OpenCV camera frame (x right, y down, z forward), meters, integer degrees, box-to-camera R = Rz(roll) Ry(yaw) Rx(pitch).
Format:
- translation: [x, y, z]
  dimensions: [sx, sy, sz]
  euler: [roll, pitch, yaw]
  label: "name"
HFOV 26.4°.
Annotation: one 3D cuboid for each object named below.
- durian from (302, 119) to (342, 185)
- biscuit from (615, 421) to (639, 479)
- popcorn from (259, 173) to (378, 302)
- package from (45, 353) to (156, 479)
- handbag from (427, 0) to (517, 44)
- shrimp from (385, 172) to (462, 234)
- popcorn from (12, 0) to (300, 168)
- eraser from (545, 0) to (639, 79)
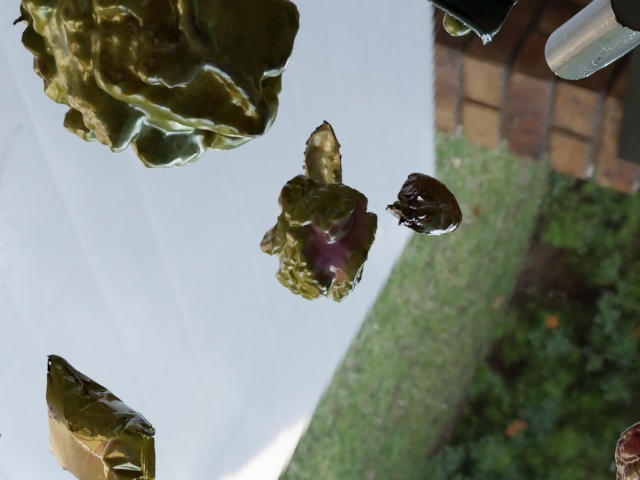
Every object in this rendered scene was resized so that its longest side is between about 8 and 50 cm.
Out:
- translation: [0.004, -0.108, 1.936]
  dimensions: [0.066, 0.052, 0.130]
  euler: [-133, -145, -73]
  label: "durian"
- translation: [0.541, 0.438, 1.962]
  dimensions: [0.074, 0.381, 0.359]
  euler: [-10, 153, -45]
  label: "biscuit"
- translation: [0.000, 0.000, 1.578]
  dimensions: [0.126, 0.126, 0.145]
  euler: [-40, 140, -26]
  label: "popcorn"
- translation: [-0.282, 0.255, 1.751]
  dimensions: [0.090, 0.226, 0.168]
  euler: [-26, 127, -38]
  label: "package"
- translation: [0.076, -0.324, 1.355]
  dimensions: [0.100, 0.269, 0.274]
  euler: [-54, -157, 25]
  label: "handbag"
- translation: [0.162, -0.059, 2.223]
  dimensions: [0.051, 0.115, 0.217]
  euler: [-44, 161, 29]
  label: "shrimp"
- translation: [-0.184, -0.226, 1.553]
  dimensions: [0.312, 0.312, 0.312]
  euler: [-55, 157, -38]
  label: "popcorn"
- translation: [0.383, -0.281, 1.668]
  dimensions: [0.174, 0.081, 0.227]
  euler: [-30, 180, -12]
  label: "eraser"
